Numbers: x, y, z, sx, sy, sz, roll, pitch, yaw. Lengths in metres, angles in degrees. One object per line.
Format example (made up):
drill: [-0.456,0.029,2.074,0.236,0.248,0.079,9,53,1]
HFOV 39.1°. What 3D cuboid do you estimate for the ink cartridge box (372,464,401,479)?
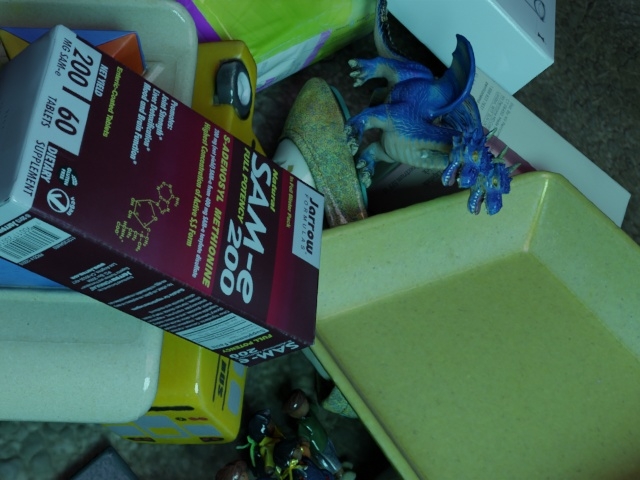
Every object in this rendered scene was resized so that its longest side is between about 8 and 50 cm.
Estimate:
ink cartridge box: [0.163,0.239,0.793,0.233,0.168,0.171,-30,84,-37]

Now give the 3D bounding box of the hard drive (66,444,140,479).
hard drive: [-0.157,0.240,0.694,0.135,0.022,0.094,51,52,0]

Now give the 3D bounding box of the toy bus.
toy bus: [-0.113,-0.008,0.763,0.108,0.130,0.332,-4,60,16]

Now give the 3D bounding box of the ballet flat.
ballet flat: [0.000,0.000,0.856,0.123,0.123,0.348,-5,70,-32]

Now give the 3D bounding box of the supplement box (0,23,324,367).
supplement box: [-0.104,-0.018,0.598,0.239,0.073,0.130,31,51,-39]

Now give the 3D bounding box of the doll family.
doll family: [-0.027,0.191,0.736,0.076,0.193,0.111,-30,103,5]

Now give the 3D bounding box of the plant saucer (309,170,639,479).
plant saucer: [0.159,0.101,0.719,0.333,0.081,0.332,-16,48,-27]

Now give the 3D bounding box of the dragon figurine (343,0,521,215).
dragon figurine: [0.103,-0.129,0.817,0.085,0.144,0.289,67,23,-44]

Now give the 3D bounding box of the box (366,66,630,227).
box: [0.184,-0.046,0.959,0.232,0.149,0.126,37,54,-10]

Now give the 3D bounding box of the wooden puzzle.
wooden puzzle: [-0.265,-0.050,0.658,0.322,0.080,0.347,2,65,-1]

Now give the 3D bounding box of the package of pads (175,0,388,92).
package of pads: [-0.065,-0.286,0.949,0.229,0.101,0.296,52,48,1]

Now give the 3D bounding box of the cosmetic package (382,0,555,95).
cosmetic package: [0.148,-0.354,1.045,0.284,0.097,0.377,42,35,-17]
